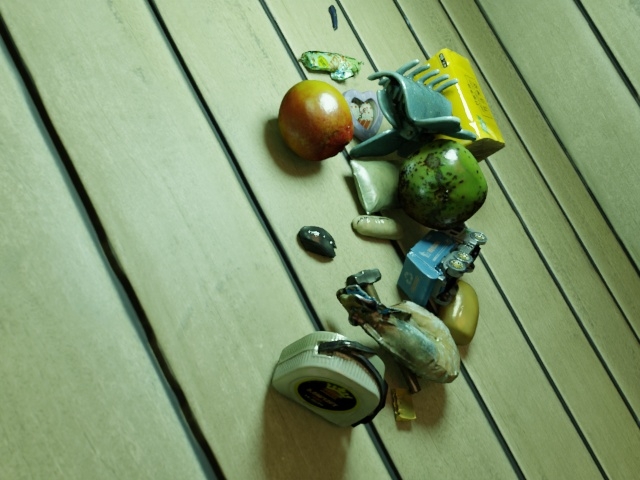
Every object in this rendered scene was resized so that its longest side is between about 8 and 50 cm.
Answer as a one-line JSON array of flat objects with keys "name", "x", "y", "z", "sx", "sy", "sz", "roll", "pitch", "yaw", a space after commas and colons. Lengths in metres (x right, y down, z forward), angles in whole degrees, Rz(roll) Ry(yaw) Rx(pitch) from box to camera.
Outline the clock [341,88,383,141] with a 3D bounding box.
[{"name": "clock", "x": 0.135, "y": -0.424, "z": 1.837, "sx": 0.198, "sy": 0.064, "sz": 0.172, "roll": -12, "pitch": 94, "yaw": -44}]

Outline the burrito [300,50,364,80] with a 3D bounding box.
[{"name": "burrito", "x": 0.053, "y": -0.609, "z": 1.884, "sx": 0.288, "sy": 0.054, "sz": 0.104, "roll": -13, "pitch": 76, "yaw": -45}]

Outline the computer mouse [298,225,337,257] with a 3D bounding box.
[{"name": "computer mouse", "x": 0.000, "y": 0.000, "z": 1.489, "sx": 0.135, "sy": 0.047, "sz": 0.079, "roll": 30, "pitch": 50, "yaw": -28}]

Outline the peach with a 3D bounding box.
[{"name": "peach", "x": -0.013, "y": -0.346, "z": 1.567, "sx": 0.231, "sy": 0.231, "sz": 0.231, "roll": 21, "pitch": 54, "yaw": -31}]

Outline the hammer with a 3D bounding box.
[{"name": "hammer", "x": 0.189, "y": 0.250, "z": 1.497, "sx": 0.111, "sy": 0.043, "sz": 0.365, "roll": -10, "pitch": 70, "yaw": -45}]

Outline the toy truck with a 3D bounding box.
[{"name": "toy truck", "x": 0.385, "y": 0.067, "z": 1.680, "sx": 0.175, "sy": 0.146, "sz": 0.367, "roll": 30, "pitch": 37, "yaw": 21}]

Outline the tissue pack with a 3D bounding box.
[{"name": "tissue pack", "x": 0.455, "y": -0.450, "z": 1.978, "sx": 0.228, "sy": 0.293, "sz": 0.382, "roll": -1, "pitch": 67, "yaw": -47}]

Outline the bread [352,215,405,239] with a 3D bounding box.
[{"name": "bread", "x": 0.189, "y": -0.045, "z": 1.677, "sx": 0.214, "sy": 0.053, "sz": 0.073, "roll": 8, "pitch": 57, "yaw": -37}]

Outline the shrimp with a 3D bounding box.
[{"name": "shrimp", "x": 0.230, "y": 0.237, "z": 1.451, "sx": 0.445, "sy": 0.110, "sz": 0.221, "roll": 33, "pitch": 42, "yaw": -27}]

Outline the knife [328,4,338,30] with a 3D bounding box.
[{"name": "knife", "x": 0.052, "y": -0.850, "z": 2.051, "sx": 0.031, "sy": 0.018, "sz": 0.121, "roll": 18, "pitch": 56, "yaw": -42}]

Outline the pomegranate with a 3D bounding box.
[{"name": "pomegranate", "x": 0.377, "y": -0.189, "z": 1.715, "sx": 0.285, "sy": 0.285, "sz": 0.341, "roll": 44, "pitch": 21, "yaw": -12}]

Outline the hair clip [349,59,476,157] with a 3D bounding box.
[{"name": "hair clip", "x": 0.316, "y": -0.418, "z": 1.741, "sx": 0.318, "sy": 0.392, "sz": 0.238, "roll": 1, "pitch": 80, "yaw": -46}]

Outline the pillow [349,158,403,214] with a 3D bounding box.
[{"name": "pillow", "x": 0.219, "y": -0.182, "z": 1.764, "sx": 0.302, "sy": 0.075, "sz": 0.185, "roll": -10, "pitch": 78, "yaw": -47}]

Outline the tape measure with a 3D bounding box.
[{"name": "tape measure", "x": 0.055, "y": 0.313, "z": 1.220, "sx": 0.271, "sy": 0.231, "sz": 0.133, "roll": 38, "pitch": 45, "yaw": -18}]

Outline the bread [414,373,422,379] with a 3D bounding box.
[{"name": "bread", "x": 0.270, "y": 0.345, "z": 1.539, "sx": 0.110, "sy": 0.024, "sz": 0.110, "roll": 20, "pitch": 55, "yaw": -31}]

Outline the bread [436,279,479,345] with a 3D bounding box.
[{"name": "bread", "x": 0.447, "y": 0.224, "z": 1.716, "sx": 0.147, "sy": 0.098, "sz": 0.217, "roll": 32, "pitch": 47, "yaw": -18}]

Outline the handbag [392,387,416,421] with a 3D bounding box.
[{"name": "handbag", "x": 0.222, "y": 0.440, "z": 1.441, "sx": 0.061, "sy": 0.027, "sz": 0.083, "roll": 14, "pitch": 54, "yaw": -34}]
